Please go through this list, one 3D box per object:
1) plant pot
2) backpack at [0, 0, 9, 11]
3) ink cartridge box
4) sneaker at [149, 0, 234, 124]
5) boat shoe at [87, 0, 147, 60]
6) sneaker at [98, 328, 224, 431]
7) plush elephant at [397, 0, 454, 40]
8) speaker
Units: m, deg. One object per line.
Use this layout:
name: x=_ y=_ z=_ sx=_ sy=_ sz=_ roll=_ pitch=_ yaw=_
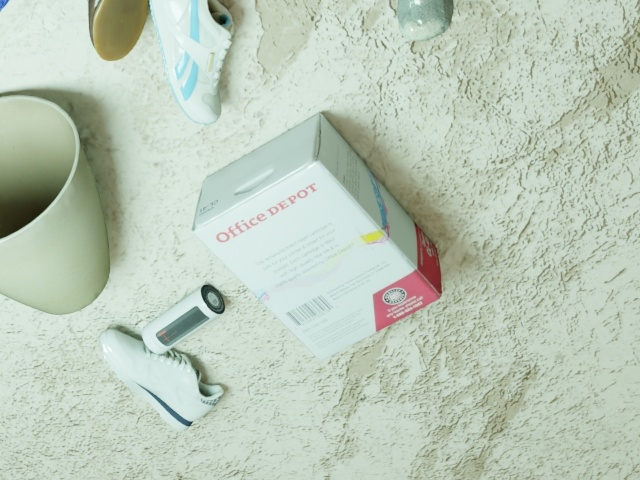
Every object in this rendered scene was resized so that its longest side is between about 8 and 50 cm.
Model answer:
plant pot: x=-0.405 y=-0.017 z=1.764 sx=0.257 sy=0.256 sz=0.274 roll=-10 pitch=143 yaw=10
backpack: x=-0.429 y=-0.337 z=1.581 sx=0.098 sy=0.101 sz=0.120 roll=33 pitch=126 yaw=-14
ink cartridge box: x=0.000 y=0.000 z=1.813 sx=0.226 sy=0.131 sz=0.306 roll=-28 pitch=121 yaw=23
sneaker: x=-0.156 y=-0.250 z=1.649 sx=0.092 sy=0.087 sz=0.228 roll=-8 pitch=130 yaw=6
boat shoe: x=-0.259 y=-0.331 z=1.600 sx=0.073 sy=0.073 sz=0.207 roll=-8 pitch=131 yaw=-32
sneaker: x=-0.260 y=0.207 z=2.029 sx=0.095 sy=0.090 sz=0.235 roll=-37 pitch=123 yaw=13
plush elephant: x=0.167 y=-0.381 z=1.410 sx=0.272 sy=0.255 sz=0.330 roll=-27 pitch=119 yaw=8
speaker: x=-0.215 y=0.124 z=1.968 sx=0.136 sy=0.055 sz=0.055 roll=-34 pitch=120 yaw=26
